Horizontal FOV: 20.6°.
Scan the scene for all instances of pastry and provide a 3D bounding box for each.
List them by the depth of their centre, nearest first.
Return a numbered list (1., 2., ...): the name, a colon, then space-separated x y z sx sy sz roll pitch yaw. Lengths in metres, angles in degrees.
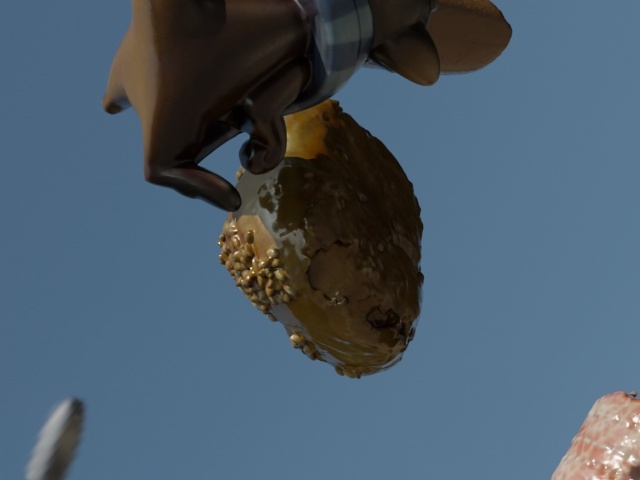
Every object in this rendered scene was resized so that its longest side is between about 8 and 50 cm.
1. pastry: 0.000 0.000 1.803 0.162 0.311 0.255 -26 -64 19

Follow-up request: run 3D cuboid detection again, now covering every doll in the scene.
1. doll: -0.056 -0.202 1.673 0.339 0.318 0.209 -22 -7 -25

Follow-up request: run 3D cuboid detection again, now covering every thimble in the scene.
1. thimble: 0.414 0.304 2.189 0.162 0.239 0.239 -55 -33 -11

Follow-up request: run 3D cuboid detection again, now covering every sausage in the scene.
1. sausage: 0.106 -0.267 2.175 0.253 0.123 0.123 4 -67 -37
